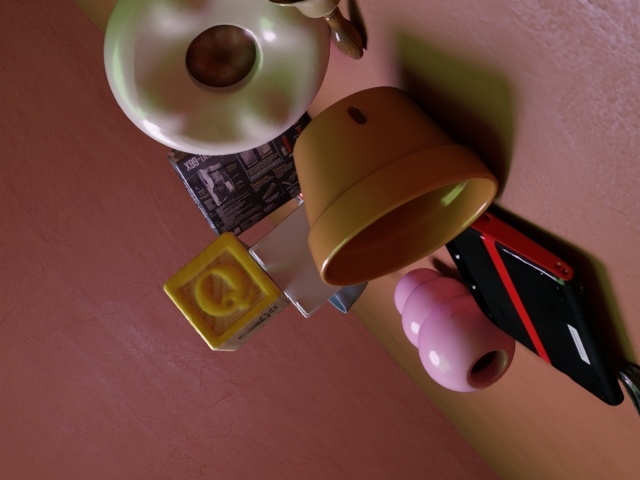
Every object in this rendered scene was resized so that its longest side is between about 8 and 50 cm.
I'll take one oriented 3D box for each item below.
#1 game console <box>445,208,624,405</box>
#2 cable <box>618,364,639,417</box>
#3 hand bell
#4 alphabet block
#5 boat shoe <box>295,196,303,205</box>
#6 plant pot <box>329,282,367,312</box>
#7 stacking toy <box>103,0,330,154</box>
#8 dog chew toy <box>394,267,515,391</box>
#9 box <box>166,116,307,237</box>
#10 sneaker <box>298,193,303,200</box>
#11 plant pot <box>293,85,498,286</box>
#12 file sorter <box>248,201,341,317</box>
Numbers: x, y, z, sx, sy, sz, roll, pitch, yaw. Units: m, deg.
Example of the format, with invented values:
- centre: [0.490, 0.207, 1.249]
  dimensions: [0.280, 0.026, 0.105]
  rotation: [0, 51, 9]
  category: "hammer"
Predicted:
- centre: [0.354, 0.091, 1.284]
  dimensions: [0.342, 0.060, 0.387]
  rotation: [37, 167, 49]
  category: "game console"
- centre: [0.581, 0.313, 1.251]
  dimensions: [0.287, 0.072, 0.139]
  rotation: [61, -173, -8]
  category: "cable"
- centre: [0.013, -0.317, 1.043]
  dimensions: [0.126, 0.126, 0.242]
  rotation: [43, -178, 27]
  category: "hand bell"
- centre: [-0.200, 0.119, 1.669]
  dimensions: [0.192, 0.193, 0.197]
  rotation: [47, 178, 11]
  category: "alphabet block"
- centre: [-0.010, -0.092, 2.009]
  dimensions: [0.306, 0.104, 0.113]
  rotation: [41, 143, 35]
  category: "boat shoe"
- centre: [0.043, 0.034, 2.128]
  dimensions: [0.293, 0.196, 0.293]
  rotation: [47, 173, 8]
  category: "plant pot"
- centre: [-0.206, -0.407, 1.288]
  dimensions: [0.351, 0.350, 0.480]
  rotation: [56, -173, -44]
  category: "stacking toy"
- centre: [0.274, 0.177, 1.640]
  dimensions: [0.207, 0.206, 0.332]
  rotation: [54, 177, -39]
  category: "dog chew toy"
- centre: [-0.159, -0.174, 1.707]
  dimensions: [0.076, 0.307, 0.243]
  rotation: [42, 165, 55]
  category: "box"
- centre: [0.042, -0.088, 1.827]
  dimensions: [0.279, 0.107, 0.118]
  rotation: [37, -170, 3]
  category: "sneaker"
- centre: [0.088, -0.090, 1.122]
  dimensions: [0.204, 0.290, 0.291]
  rotation: [62, 177, 19]
  category: "plant pot"
- centre: [0.000, 0.000, 1.673]
  dimensions: [0.193, 0.277, 0.173]
  rotation: [50, 174, -8]
  category: "file sorter"
